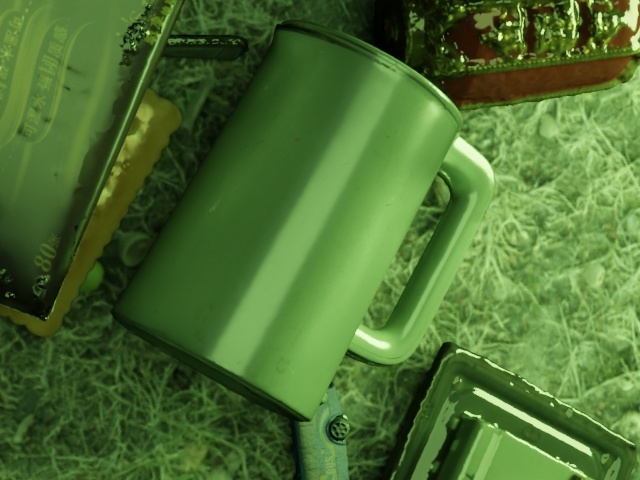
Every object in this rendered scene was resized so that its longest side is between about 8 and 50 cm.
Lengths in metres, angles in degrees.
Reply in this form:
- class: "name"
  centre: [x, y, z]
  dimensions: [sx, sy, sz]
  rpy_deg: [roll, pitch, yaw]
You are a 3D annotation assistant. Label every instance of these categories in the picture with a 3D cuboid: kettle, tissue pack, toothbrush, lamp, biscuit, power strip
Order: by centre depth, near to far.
- class: "tissue pack"
  centre: [-0.255, -0.134, 1.522]
  dimensions: [0.210, 0.198, 0.370]
  rpy_deg: [22, 93, -15]
- class: "biscuit"
  centre: [-0.247, -0.050, 1.653]
  dimensions: [0.160, 0.030, 0.250]
  rpy_deg: [32, 89, -19]
- class: "kettle"
  centre: [-0.001, -0.004, 1.657]
  dimensions: [0.265, 0.205, 0.318]
  rpy_deg: [28, 80, -1]
- class: "toothbrush"
  centre: [-0.209, -0.182, 1.677]
  dimensions: [0.297, 0.030, 0.030]
  rpy_deg: [0, 82, -18]
- class: "lamp"
  centre: [0.189, -0.214, 1.729]
  dimensions: [0.274, 0.177, 0.177]
  rpy_deg: [-10, 95, -18]
- class: "power strip"
  centre: [0.181, 0.264, 1.791]
  dimensions: [0.251, 0.092, 0.257]
  rpy_deg: [27, 80, -14]

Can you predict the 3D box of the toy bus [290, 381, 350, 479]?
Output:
- class: "toy bus"
  centre: [0.003, 0.211, 1.753]
  dimensions: [0.061, 0.051, 0.153]
  rpy_deg: [-6, 95, -5]
